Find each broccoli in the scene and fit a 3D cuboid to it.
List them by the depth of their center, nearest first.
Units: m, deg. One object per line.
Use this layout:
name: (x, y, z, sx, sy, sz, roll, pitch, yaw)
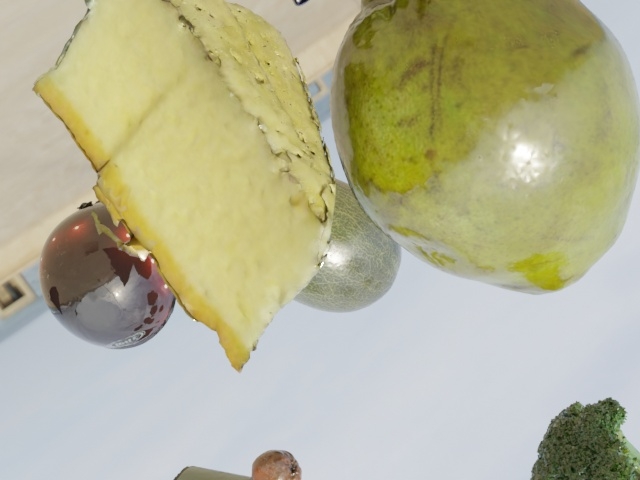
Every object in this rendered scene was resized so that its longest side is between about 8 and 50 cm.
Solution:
broccoli: (0.409, 0.332, 1.126, 0.269, 0.254, 0.269, -3, -178, 0)

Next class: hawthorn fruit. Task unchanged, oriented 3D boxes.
hawthorn fruit: (-0.077, 0.336, 1.227, 0.103, 0.067, 0.067, -23, -169, 30)

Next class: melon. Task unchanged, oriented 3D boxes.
melon: (0.000, 0.000, 1.565, 0.237, 0.301, 0.237, -56, -165, 24)

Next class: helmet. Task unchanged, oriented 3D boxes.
helmet: (-0.296, 0.046, 1.214, 0.189, 0.216, 0.193, -22, 162, 13)

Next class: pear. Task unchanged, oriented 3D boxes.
pear: (0.195, -0.135, 0.991, 0.352, 0.413, 0.352, -37, -169, 8)

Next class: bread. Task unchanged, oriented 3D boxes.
bread: (-0.145, -0.085, 0.863, 0.248, 0.279, 0.315, -45, -147, 26)

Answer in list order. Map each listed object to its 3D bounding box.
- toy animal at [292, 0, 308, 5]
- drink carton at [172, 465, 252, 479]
toy animal: (0.098, -0.368, 0.947, 0.324, 0.090, 0.195, -33, -157, -14)
drink carton: (-0.153, 0.478, 1.479, 0.189, 0.185, 0.191, -4, -136, 38)
